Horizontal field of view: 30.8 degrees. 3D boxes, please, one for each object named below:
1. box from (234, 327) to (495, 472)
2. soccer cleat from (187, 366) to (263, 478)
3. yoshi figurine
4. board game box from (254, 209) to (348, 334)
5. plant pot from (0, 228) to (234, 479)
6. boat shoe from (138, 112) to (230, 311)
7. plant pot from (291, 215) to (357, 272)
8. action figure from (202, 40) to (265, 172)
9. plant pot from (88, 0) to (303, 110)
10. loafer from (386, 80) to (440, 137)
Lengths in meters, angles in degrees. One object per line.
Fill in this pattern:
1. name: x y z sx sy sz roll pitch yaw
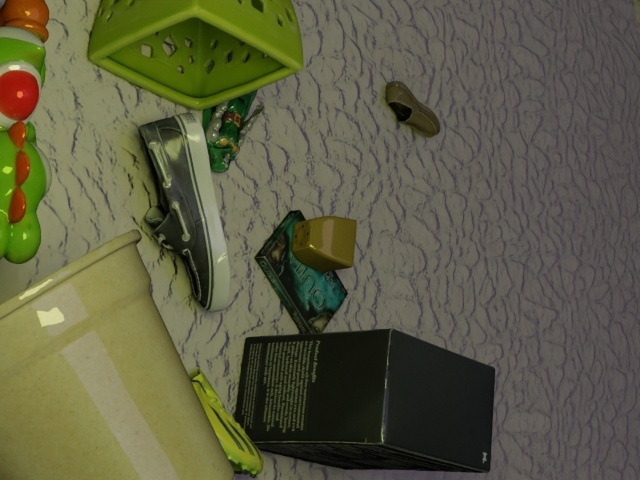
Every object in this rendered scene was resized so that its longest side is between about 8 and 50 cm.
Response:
1. box: 0.075 0.256 1.823 0.296 0.294 0.182 24 67 -47
2. soccer cleat: -0.168 0.253 1.686 0.289 0.093 0.121 43 51 -38
3. yoshi figurine: -0.417 -0.128 1.419 0.203 0.204 0.362 92 -10 -69
4. board game box: -0.029 0.060 1.935 0.186 0.026 0.126 59 45 -26
5. plant pot: -0.267 0.203 1.318 0.334 0.334 0.305 -35 93 -47
6. boat shoe: -0.203 -0.031 1.686 0.102 0.108 0.301 -15 112 -19
7. plant pot: 0.000 0.000 1.898 0.083 0.081 0.081 18 71 -37
8. action figure: -0.137 -0.213 1.821 0.137 0.063 0.232 29 66 -48
9. plant pot: -0.173 -0.341 1.670 0.227 0.228 0.207 23 62 -46
10. loafer: 0.170 -0.239 2.202 0.148 0.056 0.050 40 56 -28
